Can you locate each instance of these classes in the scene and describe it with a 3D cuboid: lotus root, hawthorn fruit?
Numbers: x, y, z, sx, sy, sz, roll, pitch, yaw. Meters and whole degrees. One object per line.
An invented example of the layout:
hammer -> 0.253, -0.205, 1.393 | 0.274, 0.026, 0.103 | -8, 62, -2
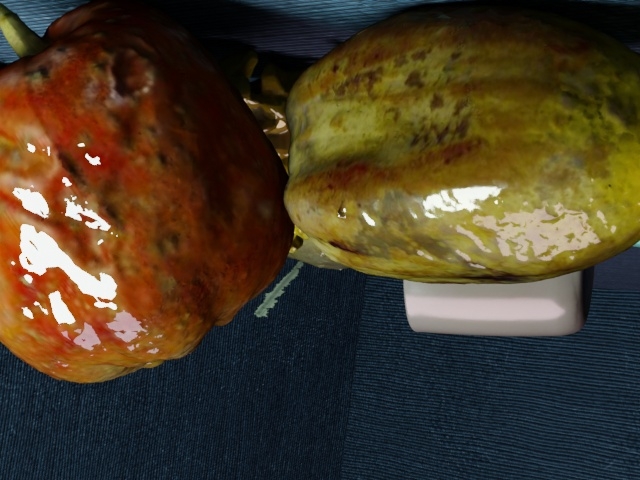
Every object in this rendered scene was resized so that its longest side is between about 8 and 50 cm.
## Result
lotus root -> 0.117, -0.059, 0.977 | 0.291, 0.193, 0.193 | -3, 170, 43
hawthorn fruit -> -0.145, -0.033, 1.065 | 0.258, 0.262, 0.258 | -6, -142, 5

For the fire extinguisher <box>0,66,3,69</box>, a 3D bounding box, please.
fire extinguisher -> -0.262, -0.108, 1.497 | 0.341, 0.105, 0.141 | 12, -171, -41

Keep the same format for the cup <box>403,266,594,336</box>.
cup -> 0.222, 0.006, 1.781 | 0.200, 0.192, 0.253 | 3, -156, 15

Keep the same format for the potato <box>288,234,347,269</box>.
potato -> -0.008, -0.043, 1.658 | 0.296, 0.141, 0.191 | 7, 177, 37

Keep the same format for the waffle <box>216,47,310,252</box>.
waffle -> -0.077, -0.060, 1.297 | 0.259, 0.069, 0.293 | 9, 152, -15

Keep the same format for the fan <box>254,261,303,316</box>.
fan -> 0.000, -0.001, 1.756 | 0.190, 0.009, 0.329 | 20, -143, 19

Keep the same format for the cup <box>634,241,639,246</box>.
cup -> 0.257, -0.056, 1.120 | 0.148, 0.134, 0.235 | 15, 176, -37
